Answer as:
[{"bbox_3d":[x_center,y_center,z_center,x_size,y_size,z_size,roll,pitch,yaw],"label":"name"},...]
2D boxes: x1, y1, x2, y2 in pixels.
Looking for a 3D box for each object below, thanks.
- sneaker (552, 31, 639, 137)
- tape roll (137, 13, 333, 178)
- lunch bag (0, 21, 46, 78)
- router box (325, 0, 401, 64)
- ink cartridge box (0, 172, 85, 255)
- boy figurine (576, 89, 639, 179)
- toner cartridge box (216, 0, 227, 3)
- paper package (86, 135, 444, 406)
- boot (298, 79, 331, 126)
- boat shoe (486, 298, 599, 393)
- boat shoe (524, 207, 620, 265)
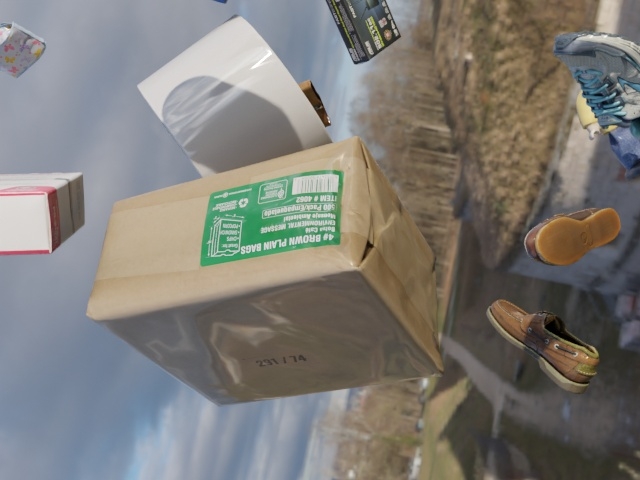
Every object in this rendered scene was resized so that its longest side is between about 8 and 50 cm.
[{"bbox_3d":[0.471,-0.243,1.395,0.110,0.283,0.122,18,90,57],"label":"sneaker"},{"bbox_3d":[-0.113,-0.160,1.204,0.169,0.246,0.246,-36,-7,-3],"label":"tape roll"},{"bbox_3d":[-0.494,-0.313,1.416,0.071,0.083,0.053,24,-137,-50],"label":"lunch bag"},{"bbox_3d":[0.067,-0.352,1.377,0.092,0.038,0.123,-42,-66,-35],"label":"router box"},{"bbox_3d":[-0.487,-0.046,1.399,0.237,0.171,0.100,-102,10,-78],"label":"ink cartridge box"},{"bbox_3d":[0.566,-0.264,1.655,0.285,0.177,0.092,64,171,3],"label":"boy figurine"},{"bbox_3d":[-0.205,-0.562,1.452,0.348,0.165,0.075,111,178,-59],"label":"toner cartridge box"},{"bbox_3d":[-0.050,0.057,1.027,0.309,0.324,0.168,49,-145,-52],"label":"paper package"},{"bbox_3d":[-0.143,-0.274,1.873,0.264,0.280,0.096,51,-153,-51],"label":"boot"},{"bbox_3d":[0.500,0.207,1.952,0.307,0.110,0.105,43,121,42],"label":"boat shoe"},{"bbox_3d":[0.372,-0.004,1.336,0.073,0.207,0.073,-4,96,50],"label":"boat shoe"}]
